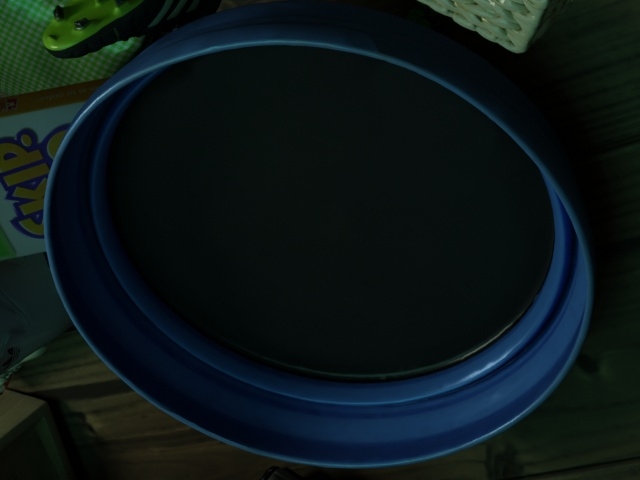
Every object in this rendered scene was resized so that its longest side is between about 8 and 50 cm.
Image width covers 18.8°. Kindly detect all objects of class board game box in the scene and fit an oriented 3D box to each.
[{"bbox_3d":[-0.169,-0.058,1.441,0.259,0.039,0.124,-10,125,-7],"label":"board game box"}]

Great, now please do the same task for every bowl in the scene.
[{"bbox_3d":[0.000,0.000,1.377,0.391,0.077,0.391,6,130,8],"label":"bowl"}]

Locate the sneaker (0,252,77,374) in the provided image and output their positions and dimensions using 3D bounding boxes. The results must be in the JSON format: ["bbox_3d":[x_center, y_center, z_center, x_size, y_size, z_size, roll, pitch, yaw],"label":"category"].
[{"bbox_3d":[-0.368,-0.005,1.608,0.366,0.210,0.137,32,134,11],"label":"sneaker"}]

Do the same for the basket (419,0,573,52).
[{"bbox_3d":[0.126,-0.205,1.153,0.113,0.167,0.103,31,141,12],"label":"basket"}]

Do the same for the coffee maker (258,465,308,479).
[{"bbox_3d":[0.014,0.286,1.627,0.178,0.120,0.171,26,134,17],"label":"coffee maker"}]

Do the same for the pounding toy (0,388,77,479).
[{"bbox_3d":[-0.309,0.231,1.798,0.100,0.130,0.141,12,129,41],"label":"pounding toy"}]

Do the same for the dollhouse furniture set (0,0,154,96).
[{"bbox_3d":[-0.234,-0.183,1.423,0.197,0.151,0.301,33,135,10],"label":"dollhouse furniture set"}]

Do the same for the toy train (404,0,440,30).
[{"bbox_3d":[0.077,-0.167,1.317,0.023,0.017,0.083,42,137,16],"label":"toy train"}]

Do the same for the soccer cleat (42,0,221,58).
[{"bbox_3d":[-0.111,-0.165,1.340,0.060,0.179,0.072,30,148,44],"label":"soccer cleat"}]

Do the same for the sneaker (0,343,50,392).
[{"bbox_3d":[-0.290,0.102,1.755,0.161,0.057,0.075,-7,134,37],"label":"sneaker"}]
